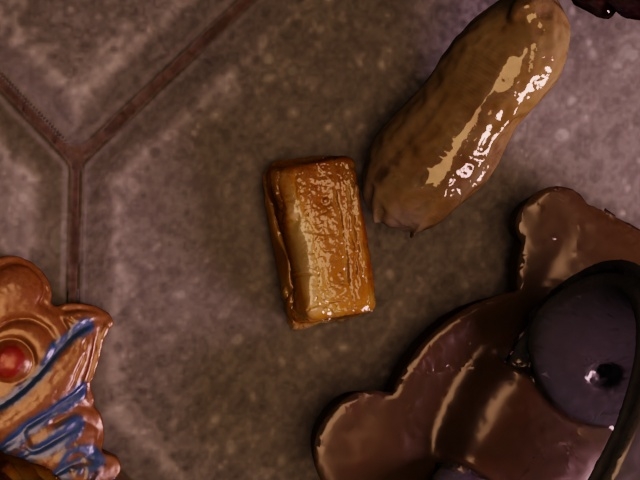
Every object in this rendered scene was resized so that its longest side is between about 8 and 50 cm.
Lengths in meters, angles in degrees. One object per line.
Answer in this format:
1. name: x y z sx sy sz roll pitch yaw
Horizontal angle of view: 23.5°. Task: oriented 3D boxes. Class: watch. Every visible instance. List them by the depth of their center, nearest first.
1. watch: 0.203 0.142 1.085 0.314 0.327 0.335 32 84 -15

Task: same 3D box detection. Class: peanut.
1. peanut: 0.109 -0.099 1.159 0.099 0.099 0.214 29 101 -15

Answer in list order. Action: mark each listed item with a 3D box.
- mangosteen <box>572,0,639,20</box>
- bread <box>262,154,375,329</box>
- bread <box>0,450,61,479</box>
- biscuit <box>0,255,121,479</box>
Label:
1. mangosteen: 0.234 -0.370 1.055 0.382 0.382 0.435 19 79 -15
2. bread: 0.000 0.000 1.165 0.074 0.053 0.132 -12 95 -17
3. bread: -0.280 0.216 1.051 0.222 0.096 0.181 21 99 -17
4. biscuit: -0.250 0.084 1.108 0.183 0.043 0.280 -45 105 -15
